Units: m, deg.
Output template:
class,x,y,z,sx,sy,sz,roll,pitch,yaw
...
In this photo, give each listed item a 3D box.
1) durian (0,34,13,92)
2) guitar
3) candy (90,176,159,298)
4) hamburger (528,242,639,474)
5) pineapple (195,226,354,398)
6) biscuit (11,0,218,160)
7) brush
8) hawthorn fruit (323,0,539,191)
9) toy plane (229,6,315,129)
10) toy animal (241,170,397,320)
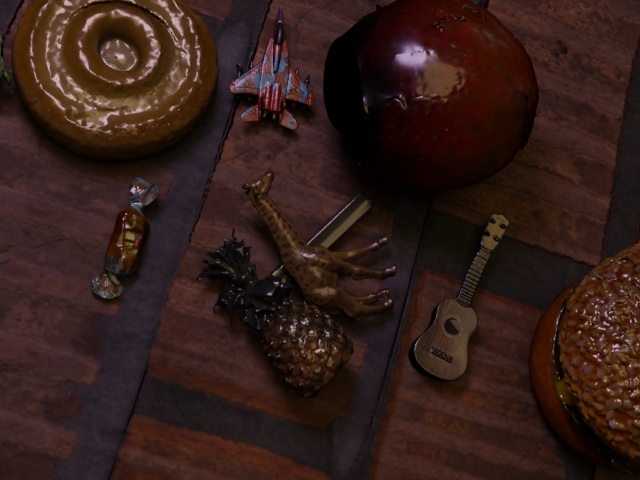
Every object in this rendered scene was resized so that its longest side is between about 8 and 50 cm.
class,x,y,z,sx,sy,sz,roll,pitch,yaw
durian,-0.500,-0.308,1.293,0.095,0.137,0.221,-29,75,3
guitar,0.214,0.079,1.398,0.084,0.038,0.271,27,73,-5
candy,-0.267,-0.006,1.310,0.053,0.046,0.182,18,74,-5
hamburger,0.473,0.169,1.321,0.330,0.250,0.330,4,73,-12
pineapple,-0.069,0.100,1.300,0.125,0.125,0.251,-41,81,-19
biscuit,-0.291,-0.259,1.350,0.296,0.102,0.296,4,72,-12
brush,0.000,0.000,1.382,0.190,0.027,0.034,-44,99,-12
hawthorn fruit,0.150,-0.202,1.338,0.316,0.316,0.316,3,74,-12
toy plane,-0.069,-0.260,1.419,0.130,0.061,0.189,7,69,-10
toy animal,-0.005,0.017,1.340,0.275,0.054,0.149,27,81,-13
